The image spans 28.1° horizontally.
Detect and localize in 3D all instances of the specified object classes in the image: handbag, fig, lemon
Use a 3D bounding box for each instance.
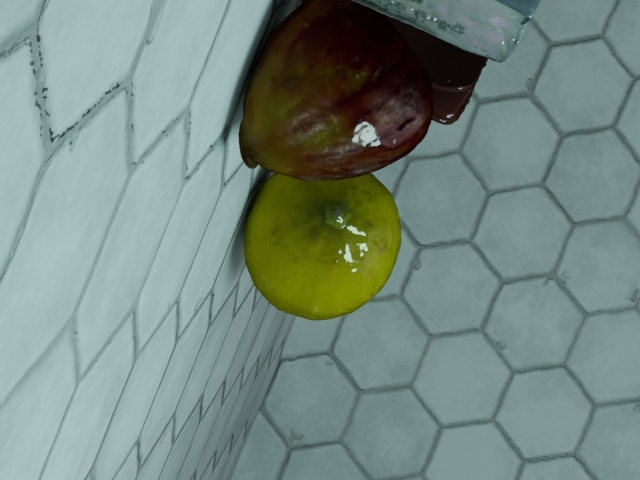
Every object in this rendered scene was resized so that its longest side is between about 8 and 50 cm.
[{"bbox_3d":[0.137,-0.317,1.956,0.084,0.260,0.275,107,10,-45],"label":"handbag"},{"bbox_3d":[0.021,-0.177,1.547,0.263,0.224,0.224,-55,168,-43],"label":"fig"},{"bbox_3d":[0.000,0.000,1.965,0.320,0.245,0.245,118,-4,-72],"label":"lemon"}]

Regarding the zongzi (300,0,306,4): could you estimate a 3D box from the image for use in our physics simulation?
[{"bbox_3d":[0.005,-0.344,1.714,0.130,0.062,0.154,-47,-163,13],"label":"zongzi"}]

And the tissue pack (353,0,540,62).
[{"bbox_3d":[0.146,-0.416,1.382,0.124,0.288,0.394,104,9,-65],"label":"tissue pack"}]
